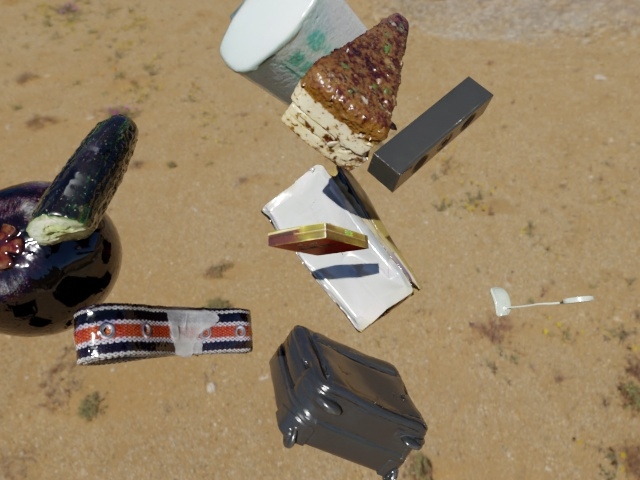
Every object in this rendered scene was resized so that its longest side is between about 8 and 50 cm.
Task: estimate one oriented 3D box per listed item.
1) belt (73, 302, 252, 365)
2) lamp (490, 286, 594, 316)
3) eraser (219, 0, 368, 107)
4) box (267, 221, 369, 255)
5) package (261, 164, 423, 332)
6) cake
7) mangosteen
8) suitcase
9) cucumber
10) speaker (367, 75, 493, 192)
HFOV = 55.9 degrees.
[{"bbox_3d":[-0.253,0.155,1.019,0.126,0.094,0.359,-9,-10,30],"label":"belt"},{"bbox_3d":[0.388,0.099,1.067,0.050,0.056,0.198,4,-13,-33],"label":"lamp"},{"bbox_3d":[-0.017,-0.308,0.988,0.189,0.290,0.104,-48,68,13],"label":"eraser"},{"bbox_3d":[0.000,0.000,0.835,0.090,0.023,0.133,-10,-12,27],"label":"box"},{"bbox_3d":[0.070,-0.002,1.192,0.311,0.165,0.221,53,23,11],"label":"package"},{"bbox_3d":[0.035,-0.236,0.833,0.135,0.112,0.246,24,59,-22],"label":"cake"},{"bbox_3d":[-0.472,0.037,1.038,0.275,0.274,0.302,-10,-8,-1],"label":"mangosteen"},{"bbox_3d":[0.057,0.372,1.446,0.345,0.188,0.339,27,15,-22],"label":"suitcase"},{"bbox_3d":[-0.292,-0.090,0.780,0.075,0.074,0.241,-1,45,11],"label":"cucumber"},{"bbox_3d":[0.139,-0.136,0.755,0.046,0.040,0.191,43,65,15],"label":"speaker"}]
